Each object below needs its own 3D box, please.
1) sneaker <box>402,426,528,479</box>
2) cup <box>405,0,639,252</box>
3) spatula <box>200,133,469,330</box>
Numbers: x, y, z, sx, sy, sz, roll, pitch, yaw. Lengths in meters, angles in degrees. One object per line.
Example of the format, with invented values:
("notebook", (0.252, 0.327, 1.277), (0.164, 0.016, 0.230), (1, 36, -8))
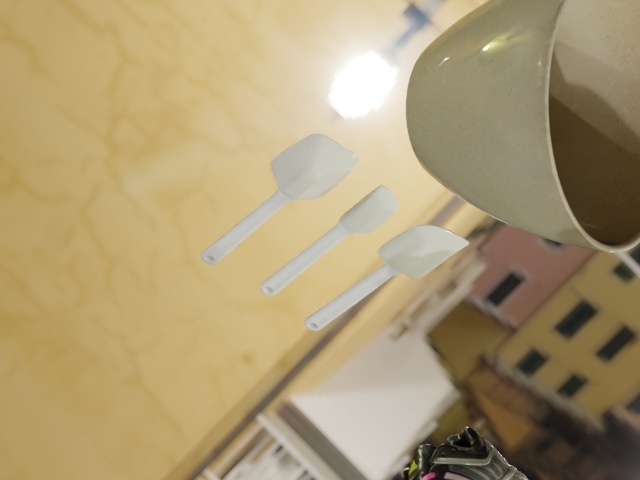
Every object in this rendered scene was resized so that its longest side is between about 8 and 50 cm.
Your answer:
("sneaker", (0.081, 0.192, 1.282), (0.170, 0.063, 0.075), (-30, -100, -43))
("cup", (0.240, -0.155, 2.020), (0.237, 0.331, 0.331), (2, 168, 36))
("spatula", (0.000, 0.000, 1.535), (0.168, 0.242, 0.019), (32, -125, -16))
